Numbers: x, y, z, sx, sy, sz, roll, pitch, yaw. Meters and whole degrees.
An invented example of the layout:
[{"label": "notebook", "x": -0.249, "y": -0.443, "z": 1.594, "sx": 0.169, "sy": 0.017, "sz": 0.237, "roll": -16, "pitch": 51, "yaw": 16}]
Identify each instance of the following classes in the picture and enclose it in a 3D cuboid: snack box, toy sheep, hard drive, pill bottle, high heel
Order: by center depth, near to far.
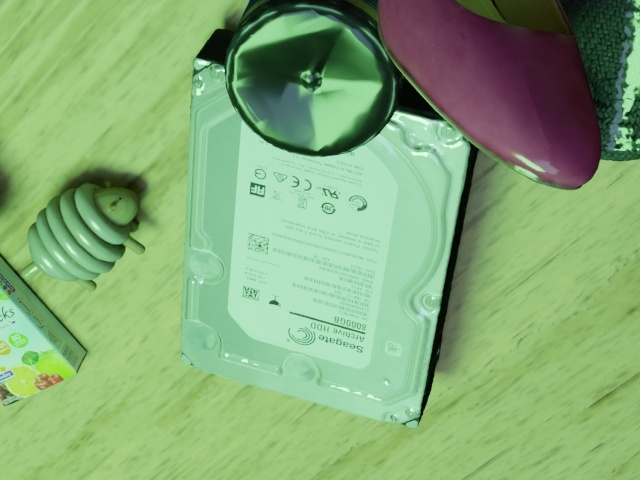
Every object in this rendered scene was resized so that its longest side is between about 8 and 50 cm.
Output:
[{"label": "high heel", "x": 0.111, "y": -0.211, "z": 0.943, "sx": 0.127, "sy": 0.377, "sz": 0.181, "roll": 3, "pitch": 136, "yaw": -35}, {"label": "pill bottle", "x": 0.011, "y": -0.165, "z": 1.075, "sx": 0.123, "sy": 0.219, "sz": 0.123, "roll": 6, "pitch": 125, "yaw": 8}, {"label": "hard drive", "x": 0.000, "y": 0.000, "z": 1.273, "sx": 0.237, "sy": 0.064, "sz": 0.339, "roll": 16, "pitch": 130, "yaw": 10}, {"label": "toy sheep", "x": -0.215, "y": -0.002, "z": 1.326, "sx": 0.132, "sy": 0.091, "sz": 0.091, "roll": -39, "pitch": 111, "yaw": 12}, {"label": "snack box", "x": -0.311, "y": 0.088, "z": 1.439, "sx": 0.100, "sy": 0.037, "sz": 0.141, "roll": -25, "pitch": 116, "yaw": 25}]

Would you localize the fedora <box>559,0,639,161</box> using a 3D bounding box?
[{"label": "fedora", "x": 0.224, "y": -0.179, "z": 1.062, "sx": 0.334, "sy": 0.152, "sz": 0.334, "roll": 6, "pitch": 126, "yaw": 8}]
